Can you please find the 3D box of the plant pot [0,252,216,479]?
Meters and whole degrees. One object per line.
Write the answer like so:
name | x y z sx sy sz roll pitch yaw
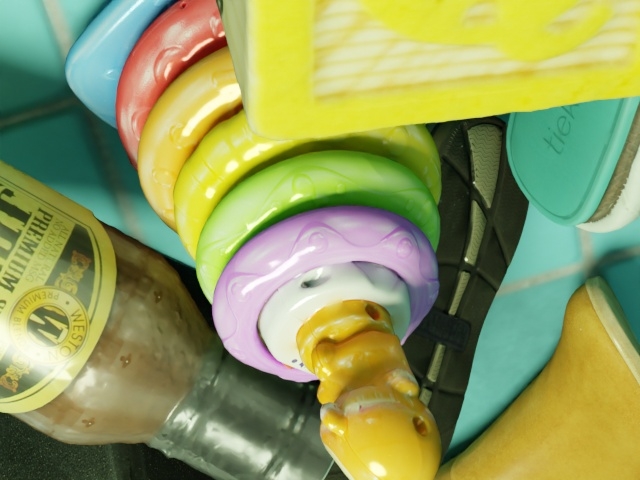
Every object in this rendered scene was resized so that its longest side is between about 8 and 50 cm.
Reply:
plant pot | -0.108 0.134 1.142 0.187 0.167 0.188 26 123 -38

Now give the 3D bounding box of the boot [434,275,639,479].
boot | 0.123 0.149 1.280 0.211 0.104 0.295 -20 143 4

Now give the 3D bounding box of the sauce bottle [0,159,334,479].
sauce bottle | -0.147 0.024 0.957 0.344 0.111 0.111 28 126 -9

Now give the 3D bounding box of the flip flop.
flip flop | 0.026 0.053 1.089 0.112 0.080 0.277 29 80 -47

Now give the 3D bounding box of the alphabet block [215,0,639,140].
alphabet block | 0.047 -0.182 0.819 0.193 0.197 0.192 -9 138 -8

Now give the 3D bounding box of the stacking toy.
stacking toy | 0.000 0.000 0.924 0.166 0.302 0.175 -40 134 25

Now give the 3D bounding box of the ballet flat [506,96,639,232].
ballet flat | 0.194 -0.162 0.960 0.139 0.139 0.400 -3 141 -15
